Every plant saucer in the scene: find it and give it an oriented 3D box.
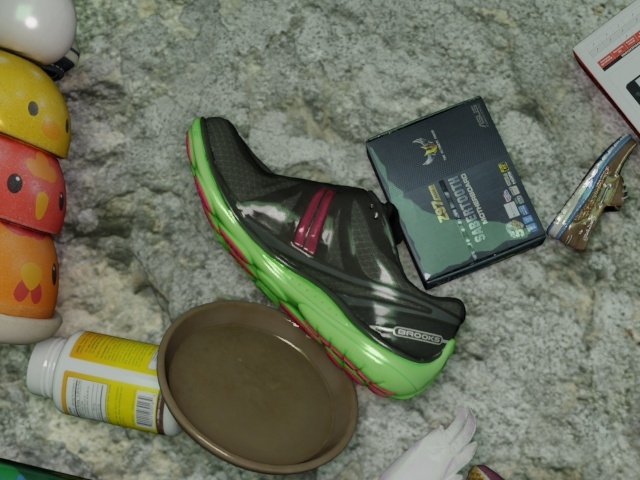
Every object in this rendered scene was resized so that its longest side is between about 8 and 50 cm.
[{"bbox_3d":[-0.083,0.192,1.260,0.278,0.041,0.277,17,39,-15],"label":"plant saucer"}]

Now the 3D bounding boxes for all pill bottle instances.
[{"bbox_3d":[-0.282,0.190,1.312,0.215,0.117,0.117,11,76,7],"label":"pill bottle"}]

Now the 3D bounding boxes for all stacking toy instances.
[{"bbox_3d":[-0.444,-0.128,1.253,0.351,0.350,0.479,19,89,10],"label":"stacking toy"}]

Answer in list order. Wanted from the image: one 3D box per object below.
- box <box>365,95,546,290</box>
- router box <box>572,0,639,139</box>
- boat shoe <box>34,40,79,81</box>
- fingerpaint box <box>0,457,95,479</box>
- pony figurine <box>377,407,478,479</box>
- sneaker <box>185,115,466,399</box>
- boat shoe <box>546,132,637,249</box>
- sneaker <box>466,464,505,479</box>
[{"bbox_3d":[0.189,-0.068,1.376,0.183,0.059,0.232,-21,74,0],"label":"box"},{"bbox_3d":[0.573,-0.247,1.317,0.335,0.082,0.301,-37,70,15],"label":"router box"},{"bbox_3d":[-0.594,-0.217,1.425,0.500,0.187,0.155,-9,82,5],"label":"boat shoe"},{"bbox_3d":[-0.499,0.491,1.221,0.371,0.163,0.444,12,76,8],"label":"fingerpaint box"},{"bbox_3d":[0.096,0.404,1.163,0.351,0.303,0.363,-33,91,7],"label":"pony figurine"},{"bbox_3d":[0.000,0.000,1.315,0.202,0.185,0.483,-42,78,-12],"label":"sneaker"},{"bbox_3d":[0.397,-0.066,1.361,0.066,0.066,0.183,37,90,8],"label":"boat shoe"},{"bbox_3d":[0.268,0.363,1.252,0.084,0.069,0.185,-18,57,-34],"label":"sneaker"}]
